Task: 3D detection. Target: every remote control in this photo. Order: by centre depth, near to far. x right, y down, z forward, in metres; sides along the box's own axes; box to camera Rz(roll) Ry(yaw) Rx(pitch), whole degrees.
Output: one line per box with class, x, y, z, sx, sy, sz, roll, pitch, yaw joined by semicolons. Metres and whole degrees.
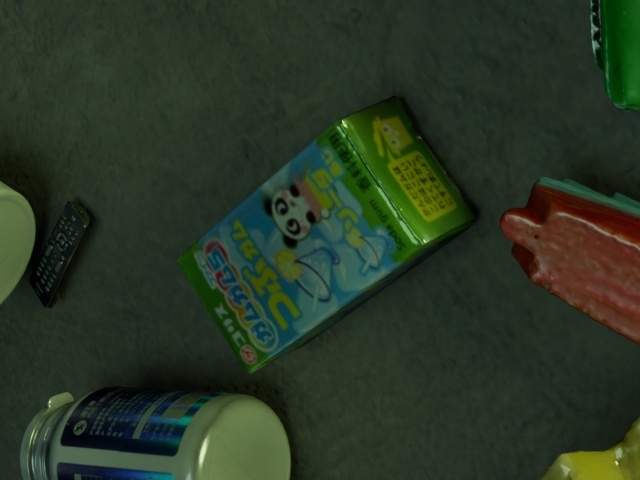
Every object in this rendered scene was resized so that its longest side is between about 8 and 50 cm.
remote control;-0.194;0.010;1.298;0.034;0.016;0.091;55;133;28

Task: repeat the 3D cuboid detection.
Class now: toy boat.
toy boat;0.186;0.018;0.971;0.173;0.059;0.069;27;123;20

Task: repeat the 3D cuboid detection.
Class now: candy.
candy;0.000;0.000;1.109;0.194;0.062;0.097;-39;83;42

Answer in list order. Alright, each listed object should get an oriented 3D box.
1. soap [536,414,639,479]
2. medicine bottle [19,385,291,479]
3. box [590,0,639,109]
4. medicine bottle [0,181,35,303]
soap;0.236;0.256;0.890;0.304;0.169;0.338;-54;47;39
medicine bottle;-0.123;0.159;1.239;0.191;0.107;0.107;-1;107;39
box;0.255;-0.137;0.826;0.250;0.103;0.180;9;113;35
medicine bottle;-0.339;-0.035;1.314;0.237;0.139;0.139;30;124;28
